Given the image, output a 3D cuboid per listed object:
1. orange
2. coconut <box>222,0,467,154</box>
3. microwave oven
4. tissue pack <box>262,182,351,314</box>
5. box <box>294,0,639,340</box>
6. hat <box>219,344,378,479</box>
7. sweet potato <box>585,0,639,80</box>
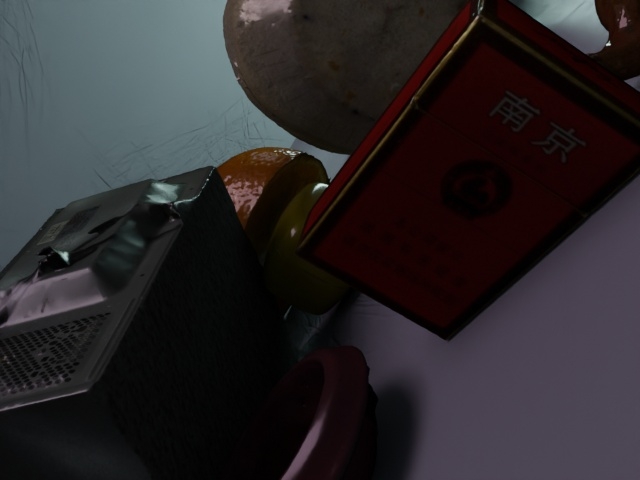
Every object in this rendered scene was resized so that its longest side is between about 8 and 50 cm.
[{"bbox_3d":[-0.094,0.017,1.101,0.274,0.310,0.274,-16,16,5],"label":"orange"},{"bbox_3d":[0.050,-0.282,0.932,0.346,0.346,0.360,-59,17,6],"label":"coconut"},{"bbox_3d":[-0.207,0.151,0.786,0.236,0.374,0.432,-16,27,13],"label":"microwave oven"},{"bbox_3d":[0.000,0.000,0.956,0.127,0.123,0.178,-61,6,28],"label":"tissue pack"},{"bbox_3d":[0.105,-0.043,0.535,0.239,0.153,0.074,-52,10,37],"label":"box"},{"bbox_3d":[-0.009,0.189,0.612,0.205,0.089,0.205,-51,14,18],"label":"hat"},{"bbox_3d":[0.242,-0.190,0.553,0.058,0.055,0.202,-42,19,59],"label":"sweet potato"}]
